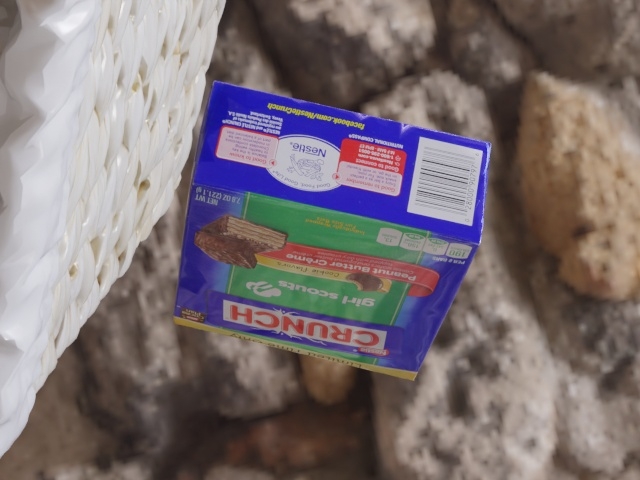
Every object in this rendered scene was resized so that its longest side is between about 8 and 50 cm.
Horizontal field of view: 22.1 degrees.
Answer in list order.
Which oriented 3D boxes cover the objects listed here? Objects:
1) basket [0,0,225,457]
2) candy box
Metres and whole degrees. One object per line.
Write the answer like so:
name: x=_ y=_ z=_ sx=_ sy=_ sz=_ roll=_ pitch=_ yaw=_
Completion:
basket: x=-0.212 y=-0.135 z=0.703 sx=0.266 sy=0.328 sz=0.331 roll=-54 pitch=161 yaw=-62
candy box: x=0.000 y=0.000 z=1.594 sx=0.317 sy=0.268 sz=0.122 roll=106 pitch=-4 yaw=-63
